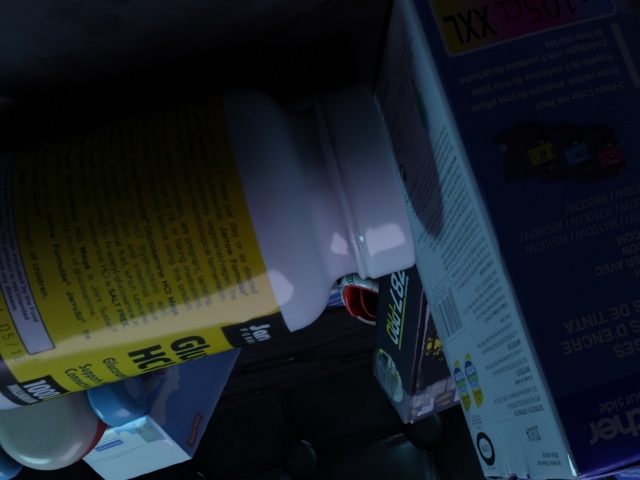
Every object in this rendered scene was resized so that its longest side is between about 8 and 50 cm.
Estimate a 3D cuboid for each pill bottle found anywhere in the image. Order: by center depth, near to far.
[{"bbox_3d":[-0.108,-0.004,0.712,0.333,0.188,0.188,-16,167,1],"label":"pill bottle"}]

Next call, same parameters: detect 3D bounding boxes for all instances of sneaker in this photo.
[{"bbox_3d":[0.077,0.038,1.156,0.090,0.145,0.270,17,165,9],"label":"sneaker"}]

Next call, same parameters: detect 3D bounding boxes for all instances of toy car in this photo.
[{"bbox_3d":[-0.315,0.160,1.196,0.219,0.210,0.238,-27,177,13],"label":"toy car"}]

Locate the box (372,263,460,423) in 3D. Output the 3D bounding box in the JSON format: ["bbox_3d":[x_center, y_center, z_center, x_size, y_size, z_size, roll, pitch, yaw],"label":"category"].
[{"bbox_3d":[0.251,0.010,1.028,0.394,0.097,0.318,-18,141,-19],"label":"box"}]

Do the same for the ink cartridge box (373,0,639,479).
[{"bbox_3d":[0.166,0.026,0.690,0.151,0.396,0.270,-14,167,-5],"label":"ink cartridge box"}]

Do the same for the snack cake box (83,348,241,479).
[{"bbox_3d":[-0.205,0.182,1.277,0.152,0.089,0.264,-25,-154,31],"label":"snack cake box"}]

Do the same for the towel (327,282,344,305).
[{"bbox_3d":[0.158,0.067,1.690,0.243,0.040,0.336,-24,162,41],"label":"towel"}]

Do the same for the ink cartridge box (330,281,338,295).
[{"bbox_3d":[-0.115,0.057,1.178,0.219,0.093,0.160,-8,165,-29],"label":"ink cartridge box"}]
